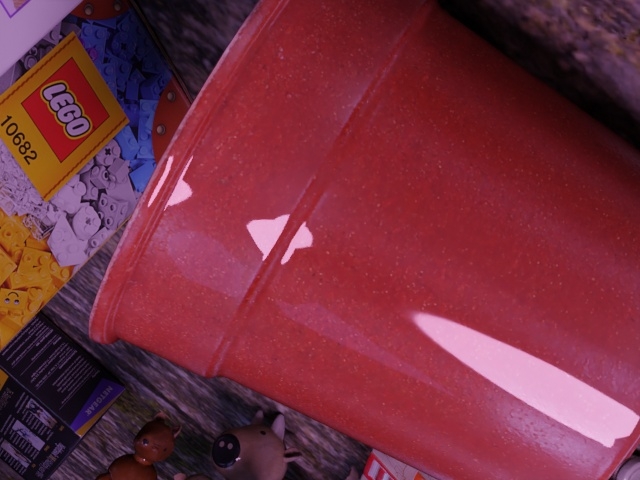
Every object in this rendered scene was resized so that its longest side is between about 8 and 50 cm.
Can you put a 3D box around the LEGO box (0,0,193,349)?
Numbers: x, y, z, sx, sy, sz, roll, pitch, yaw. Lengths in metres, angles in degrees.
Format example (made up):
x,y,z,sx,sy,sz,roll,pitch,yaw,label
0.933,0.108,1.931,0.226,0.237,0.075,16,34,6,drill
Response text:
x,y,z,sx,sy,sz,roll,pitch,yaw,label
-0.400,-0.051,1.078,0.500,0.372,0.193,8,138,45,LEGO box

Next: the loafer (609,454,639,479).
x,y,z,sx,sy,sz,roll,pitch,yaw,label
0.232,0.202,1.027,0.039,0.045,0.125,33,148,50,loafer

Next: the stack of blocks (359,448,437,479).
x,y,z,sx,sy,sz,roll,pitch,yaw,label
0.132,0.163,0.999,0.171,0.087,0.297,45,153,20,stack of blocks

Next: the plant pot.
x,y,z,sx,sy,sz,roll,pitch,yaw,label
0.059,0.005,0.757,0.265,0.272,0.272,30,150,2,plant pot

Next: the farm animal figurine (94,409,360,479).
x,y,z,sx,sy,sz,roll,pitch,yaw,label
-0.040,0.264,1.315,0.330,0.172,0.326,18,157,22,farm animal figurine

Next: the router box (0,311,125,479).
x,y,z,sx,sy,sz,roll,pitch,yaw,label
-0.375,0.161,1.631,0.243,0.081,0.309,42,151,-2,router box

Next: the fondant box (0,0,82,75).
x,y,z,sx,sy,sz,roll,pitch,yaw,label
-0.264,-0.150,0.824,0.238,0.330,0.096,10,140,43,fondant box
